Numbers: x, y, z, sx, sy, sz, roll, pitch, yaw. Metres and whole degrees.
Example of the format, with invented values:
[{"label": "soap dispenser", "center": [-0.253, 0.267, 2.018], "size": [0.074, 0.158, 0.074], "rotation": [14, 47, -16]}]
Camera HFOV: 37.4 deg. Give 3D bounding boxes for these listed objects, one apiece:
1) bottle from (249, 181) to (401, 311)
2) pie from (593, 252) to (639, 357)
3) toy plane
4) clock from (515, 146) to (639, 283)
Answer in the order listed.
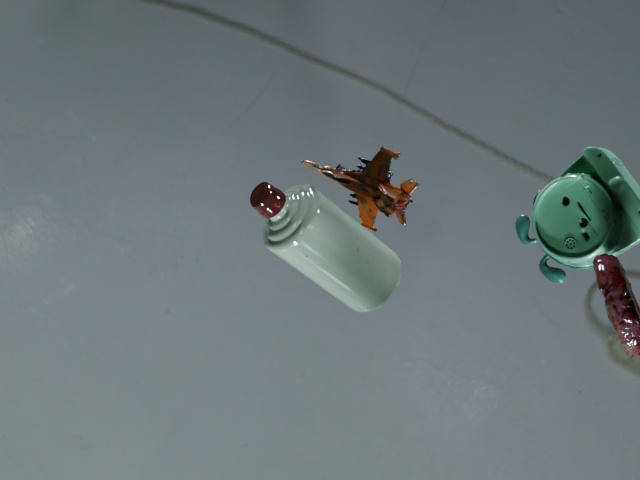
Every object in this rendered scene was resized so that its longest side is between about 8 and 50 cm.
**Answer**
[{"label": "bottle", "center": [0.000, 0.000, 1.281], "size": [0.245, 0.104, 0.104], "rotation": [37, 68, -36]}, {"label": "pie", "center": [0.395, 0.084, 1.233], "size": [0.038, 0.153, 0.154], "rotation": [-22, 77, 21]}, {"label": "toy plane", "center": [0.058, -0.089, 1.418], "size": [0.188, 0.135, 0.062], "rotation": [28, 29, 29]}, {"label": "clock", "center": [0.372, -0.029, 1.356], "size": [0.188, 0.060, 0.148], "rotation": [-43, 67, 27]}]
